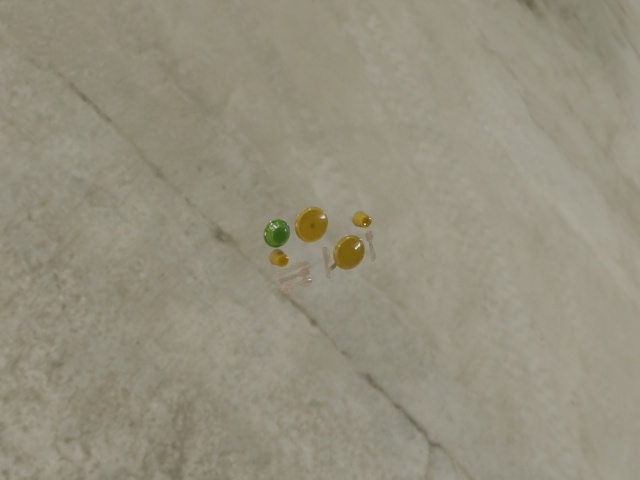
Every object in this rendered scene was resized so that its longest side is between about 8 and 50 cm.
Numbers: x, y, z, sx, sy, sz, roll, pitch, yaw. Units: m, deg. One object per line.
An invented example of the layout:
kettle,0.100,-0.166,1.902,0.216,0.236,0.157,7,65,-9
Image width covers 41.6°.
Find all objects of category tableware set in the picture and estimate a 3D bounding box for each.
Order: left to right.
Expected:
tableware set,0.000,0.000,1.106,0.154,0.024,0.103,-18,112,-22
